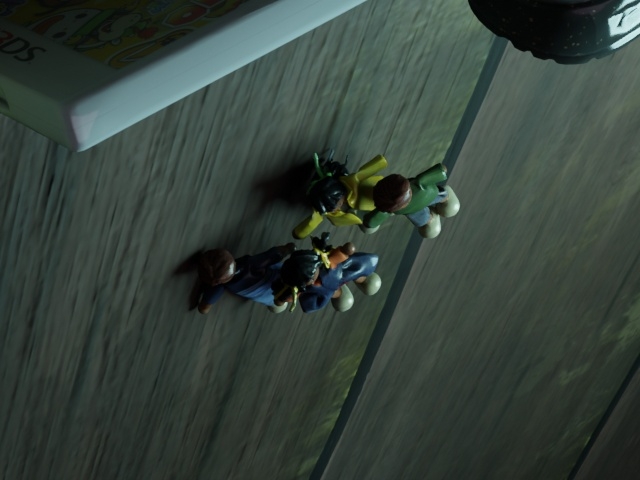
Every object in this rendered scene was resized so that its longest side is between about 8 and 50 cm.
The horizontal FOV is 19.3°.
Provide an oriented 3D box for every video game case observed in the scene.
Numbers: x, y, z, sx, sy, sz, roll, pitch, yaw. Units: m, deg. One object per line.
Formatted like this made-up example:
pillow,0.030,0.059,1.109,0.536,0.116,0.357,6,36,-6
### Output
video game case,-0.066,-0.123,0.839,0.227,0.206,0.026,-30,122,-24

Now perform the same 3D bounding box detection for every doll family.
doll family,0.000,0.000,1.255,0.193,0.076,0.111,-46,159,13

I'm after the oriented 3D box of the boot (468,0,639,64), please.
boot,0.207,-0.241,0.880,0.338,0.118,0.223,-41,153,-28
